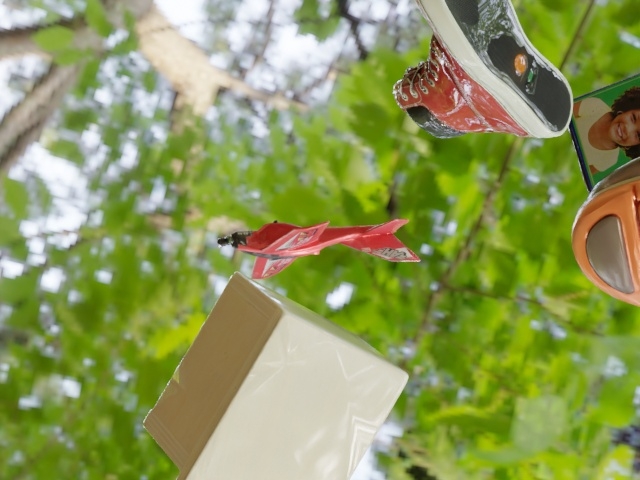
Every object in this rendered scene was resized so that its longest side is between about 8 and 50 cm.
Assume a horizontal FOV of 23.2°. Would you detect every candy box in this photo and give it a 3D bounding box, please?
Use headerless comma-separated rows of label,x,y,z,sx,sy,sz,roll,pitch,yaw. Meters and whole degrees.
candy box,0.458,-0.129,1.680,0.317,0.268,0.122,-23,-107,23

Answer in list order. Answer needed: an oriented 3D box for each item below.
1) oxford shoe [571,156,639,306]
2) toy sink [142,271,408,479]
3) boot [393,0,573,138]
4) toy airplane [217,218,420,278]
oxford shoe,0.315,-0.050,0.863,0.364,0.130,0.132,-11,-140,6
toy sink,-0.059,0.172,1.425,0.234,0.153,0.131,-60,-150,2
boot,0.112,-0.180,1.506,0.176,0.244,0.088,2,-123,41
toy airplane,0.000,0.000,1.124,0.151,0.151,0.028,-18,-111,47
